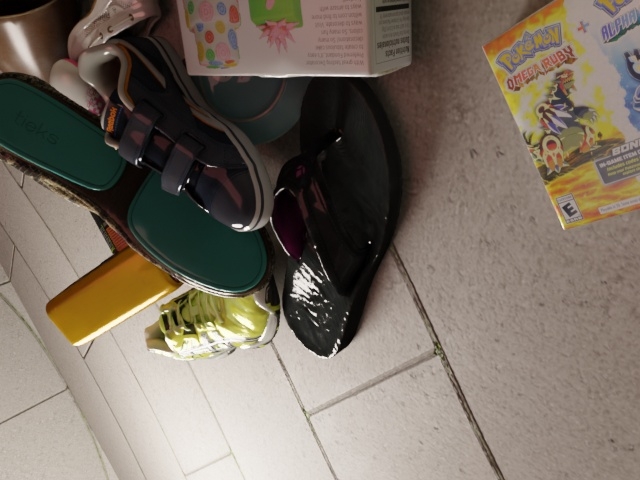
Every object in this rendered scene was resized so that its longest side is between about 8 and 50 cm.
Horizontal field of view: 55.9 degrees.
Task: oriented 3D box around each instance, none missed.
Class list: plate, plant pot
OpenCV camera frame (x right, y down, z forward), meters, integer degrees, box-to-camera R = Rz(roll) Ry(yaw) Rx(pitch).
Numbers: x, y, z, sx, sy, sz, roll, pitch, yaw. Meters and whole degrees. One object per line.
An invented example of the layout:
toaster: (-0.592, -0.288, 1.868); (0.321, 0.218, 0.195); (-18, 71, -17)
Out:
plate: (-0.098, -0.217, 0.780); (0.188, 0.024, 0.188); (4, 102, 21)
plant pot: (-0.553, -0.390, 1.161); (0.215, 0.215, 0.230); (42, 153, 26)

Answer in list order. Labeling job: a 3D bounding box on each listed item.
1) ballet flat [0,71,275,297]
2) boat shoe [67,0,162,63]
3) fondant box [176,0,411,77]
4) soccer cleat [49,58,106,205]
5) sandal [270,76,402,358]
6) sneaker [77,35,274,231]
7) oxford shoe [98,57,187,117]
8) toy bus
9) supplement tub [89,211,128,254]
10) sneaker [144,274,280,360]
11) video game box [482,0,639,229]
ballet flat: (-0.277, -0.080, 0.910); (0.483, 0.164, 0.182); (32, 175, -5)
boat shoe: (-0.345, -0.332, 1.010); (0.277, 0.098, 0.096); (-27, 89, 51)
fondant box: (-0.039, -0.334, 0.593); (0.238, 0.096, 0.330); (10, 115, 31)
soccer cleat: (-0.455, -0.183, 1.133); (0.116, 0.143, 0.331); (29, 150, 10)
sandal: (0.002, 0.002, 0.789); (0.167, 0.107, 0.446); (35, 135, 33)
sneaker: (-0.194, -0.129, 0.767); (0.321, 0.127, 0.126); (51, 133, 18)
oxford shoe: (-0.257, -0.221, 0.964); (0.363, 0.130, 0.133); (-1, 103, 40)
toy bus: (-0.328, 0.061, 1.080); (0.332, 0.130, 0.108); (-29, 102, 24)
supplement tub: (-0.378, -0.028, 1.208); (0.190, 0.117, 0.117); (60, 142, 5)
sneaker: (-0.190, 0.138, 1.038); (0.384, 0.147, 0.145); (-43, 58, 50)
video game box: (0.253, -0.122, 0.476); (0.205, 0.048, 0.187); (-23, 90, 52)
